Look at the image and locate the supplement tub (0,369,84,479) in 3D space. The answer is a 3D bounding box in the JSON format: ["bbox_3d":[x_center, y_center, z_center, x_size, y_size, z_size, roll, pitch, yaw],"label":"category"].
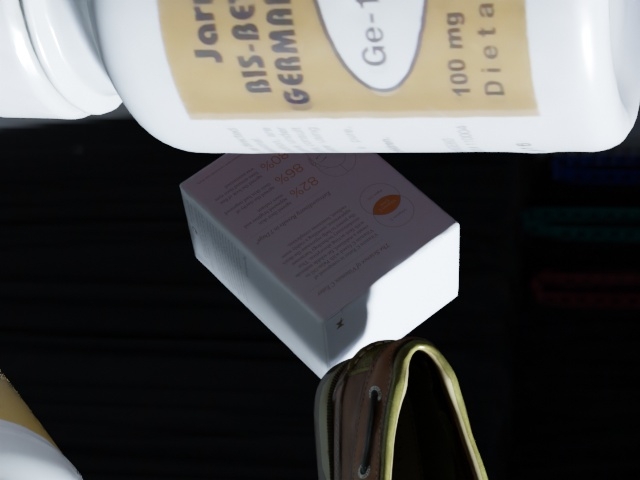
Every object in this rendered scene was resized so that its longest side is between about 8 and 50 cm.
[{"bbox_3d":[-0.231,0.121,0.645,0.316,0.228,0.228,44,-23,36],"label":"supplement tub"}]

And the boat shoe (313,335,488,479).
[{"bbox_3d":[0.062,0.214,0.970,0.104,0.110,0.307,-34,-114,61],"label":"boat shoe"}]

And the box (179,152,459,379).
[{"bbox_3d":[0.000,0.000,1.131,0.130,0.170,0.091,-35,148,-20],"label":"box"}]

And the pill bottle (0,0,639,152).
[{"bbox_3d":[-0.010,-0.095,0.515,0.131,0.229,0.131,1,90,-72],"label":"pill bottle"}]
